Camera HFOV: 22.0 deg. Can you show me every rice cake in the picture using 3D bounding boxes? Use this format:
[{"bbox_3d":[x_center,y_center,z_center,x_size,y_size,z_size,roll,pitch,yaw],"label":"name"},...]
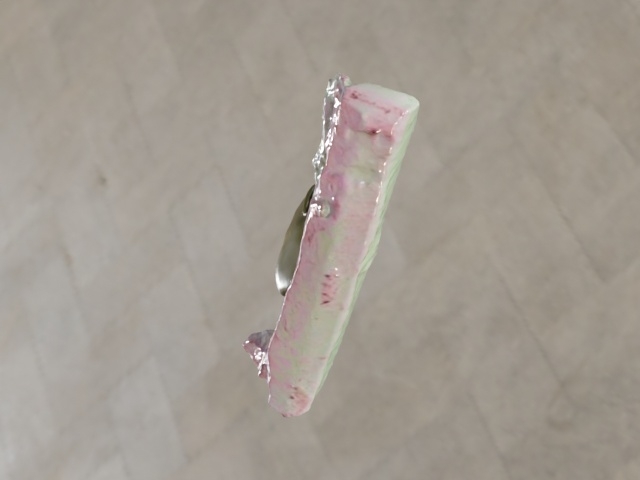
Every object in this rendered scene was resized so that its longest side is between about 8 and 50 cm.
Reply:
[{"bbox_3d":[-0.001,0.007,1.178,0.081,0.051,0.290,35,131,19],"label":"rice cake"}]

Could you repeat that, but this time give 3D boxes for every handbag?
[{"bbox_3d":[0.000,0.000,1.291,0.072,0.047,0.111,-26,46,47],"label":"handbag"}]
